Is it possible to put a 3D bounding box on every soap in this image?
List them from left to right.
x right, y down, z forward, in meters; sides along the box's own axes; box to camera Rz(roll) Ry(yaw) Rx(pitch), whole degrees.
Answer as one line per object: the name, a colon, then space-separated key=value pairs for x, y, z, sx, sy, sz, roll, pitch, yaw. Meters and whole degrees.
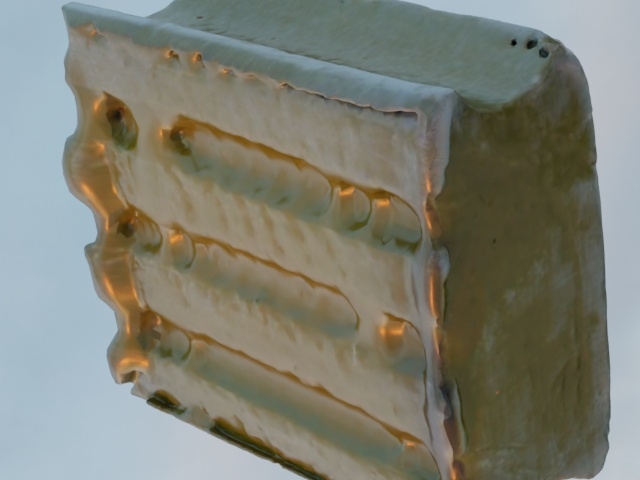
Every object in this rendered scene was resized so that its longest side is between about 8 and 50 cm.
soap: x=0.000 y=0.000 z=0.958 sx=0.156 sy=0.335 sz=0.293 roll=-26 pitch=-60 yaw=-36
